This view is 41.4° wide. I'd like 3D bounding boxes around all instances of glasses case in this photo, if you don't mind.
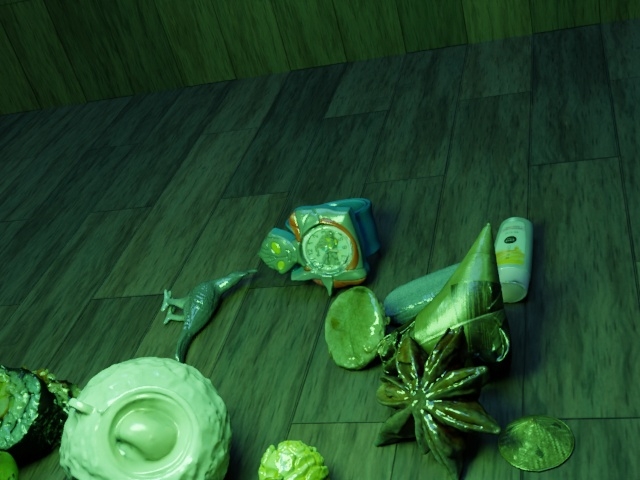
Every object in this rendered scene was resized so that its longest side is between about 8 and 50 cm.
[{"bbox_3d":[0.280,0.121,2.031,0.282,0.067,0.109,-21,31,13],"label":"glasses case"}]

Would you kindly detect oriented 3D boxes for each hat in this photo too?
[{"bbox_3d":[0.410,0.366,1.630,0.146,0.067,0.146,-12,33,8],"label":"hat"}]

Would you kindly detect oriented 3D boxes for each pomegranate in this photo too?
[{"bbox_3d":[-0.704,0.521,1.808,0.148,0.169,0.148,-11,33,7],"label":"pomegranate"}]

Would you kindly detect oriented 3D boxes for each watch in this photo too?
[{"bbox_3d":[0.000,0.000,2.268,0.305,0.241,0.274,-8,17,18],"label":"watch"}]

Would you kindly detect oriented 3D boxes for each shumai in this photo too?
[{"bbox_3d":[0.102,0.205,1.983,0.120,0.201,0.201,12,11,-40],"label":"shumai"}]

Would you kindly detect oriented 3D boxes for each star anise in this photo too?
[{"bbox_3d":[0.222,0.327,1.676,0.315,0.315,0.108,19,5,43],"label":"star anise"}]

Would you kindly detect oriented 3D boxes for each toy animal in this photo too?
[{"bbox_3d":[-0.341,0.182,2.243,0.206,0.081,0.367,5,42,34],"label":"toy animal"}]

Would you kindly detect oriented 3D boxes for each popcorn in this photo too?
[{"bbox_3d":[-0.051,0.459,1.640,0.135,0.141,0.162,-3,-4,25],"label":"popcorn"}]

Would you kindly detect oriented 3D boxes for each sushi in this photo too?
[{"bbox_3d":[-0.678,0.402,1.977,0.238,0.219,0.225,34,91,20],"label":"sushi"}]

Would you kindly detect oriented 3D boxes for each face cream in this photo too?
[{"bbox_3d":[0.471,0.048,2.085,0.107,0.073,0.269,-11,32,28],"label":"face cream"}]

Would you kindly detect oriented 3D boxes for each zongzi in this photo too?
[{"bbox_3d":[0.255,0.138,1.835,0.289,0.317,0.154,-8,-7,15],"label":"zongzi"}]

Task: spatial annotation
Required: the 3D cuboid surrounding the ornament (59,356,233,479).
[{"bbox_3d":[-0.342,0.399,1.691,0.337,0.337,0.337,-12,32,8],"label":"ornament"}]
